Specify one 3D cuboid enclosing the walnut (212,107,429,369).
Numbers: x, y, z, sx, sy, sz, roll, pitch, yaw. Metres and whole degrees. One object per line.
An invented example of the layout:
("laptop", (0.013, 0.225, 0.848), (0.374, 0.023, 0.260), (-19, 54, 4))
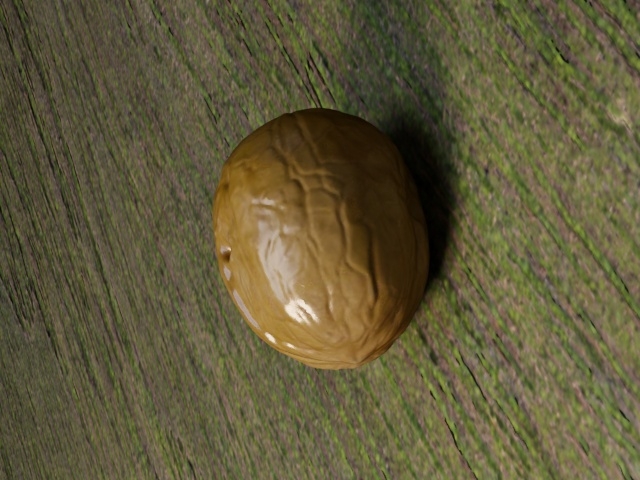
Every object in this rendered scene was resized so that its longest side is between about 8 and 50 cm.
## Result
("walnut", (0.000, 0.000, 1.583), (0.193, 0.193, 0.225), (-37, 62, 59))
